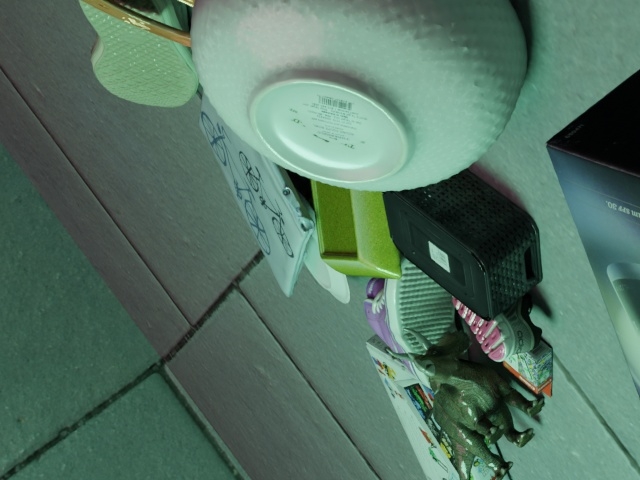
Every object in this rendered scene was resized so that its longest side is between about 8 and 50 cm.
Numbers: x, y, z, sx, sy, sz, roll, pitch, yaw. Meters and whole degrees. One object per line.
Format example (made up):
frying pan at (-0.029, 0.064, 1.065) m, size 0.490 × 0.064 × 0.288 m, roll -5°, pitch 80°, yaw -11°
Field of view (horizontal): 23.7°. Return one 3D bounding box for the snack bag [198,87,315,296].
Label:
snack bag at (-0.094, -0.106, 2.174) m, size 0.323 × 0.037 × 0.342 m, roll 63°, pitch 167°, yaw 13°

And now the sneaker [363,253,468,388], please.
sneaker at (0.103, 0.078, 2.042) m, size 0.161 × 0.102 × 0.282 m, roll 43°, pitch 159°, yaw 37°

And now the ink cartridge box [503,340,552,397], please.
ink cartridge box at (0.259, 0.156, 1.907) m, size 0.063 × 0.029 × 0.115 m, roll 41°, pitch 157°, yaw 33°

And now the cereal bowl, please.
cereal bowl at (0.025, -0.157, 1.498) m, size 0.339 × 0.141 × 0.339 m, roll 14°, pitch 148°, yaw 9°

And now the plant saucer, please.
plant saucer at (0.036, -0.043, 1.947) m, size 0.188 × 0.045 × 0.188 m, roll -179°, pitch 81°, yaw -68°

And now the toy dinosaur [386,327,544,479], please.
toy dinosaur at (0.203, 0.222, 2.028) m, size 0.160 × 0.121 × 0.313 m, roll 43°, pitch 164°, yaw 31°

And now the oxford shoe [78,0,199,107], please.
oxford shoe at (-0.255, -0.316, 2.190) m, size 0.169 × 0.130 × 0.449 m, roll 5°, pitch 160°, yaw 3°

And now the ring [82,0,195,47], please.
ring at (-0.194, -0.293, 1.862) m, size 0.336 × 0.032 × 0.336 m, roll 20°, pitch 175°, yaw 2°

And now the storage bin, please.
storage bin at (0.164, -0.006, 1.769) m, size 0.180 × 0.084 × 0.122 m, roll 41°, pitch 157°, yaw 36°

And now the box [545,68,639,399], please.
box at (0.369, 0.028, 1.187) m, size 0.296 × 0.182 × 0.294 m, roll 27°, pitch 149°, yaw 54°

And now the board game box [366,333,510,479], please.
board game box at (0.186, 0.284, 2.268) m, size 0.193 × 0.053 × 0.305 m, roll 29°, pitch 150°, yaw 52°

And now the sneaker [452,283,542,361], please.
sneaker at (0.213, 0.076, 1.829) m, size 0.170 × 0.074 × 0.063 m, roll -116°, pitch 34°, yaw -43°

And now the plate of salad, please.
plate of salad at (0.000, 0.000, 2.231) m, size 0.200 × 0.048 × 0.200 m, roll 58°, pitch 167°, yaw 22°
